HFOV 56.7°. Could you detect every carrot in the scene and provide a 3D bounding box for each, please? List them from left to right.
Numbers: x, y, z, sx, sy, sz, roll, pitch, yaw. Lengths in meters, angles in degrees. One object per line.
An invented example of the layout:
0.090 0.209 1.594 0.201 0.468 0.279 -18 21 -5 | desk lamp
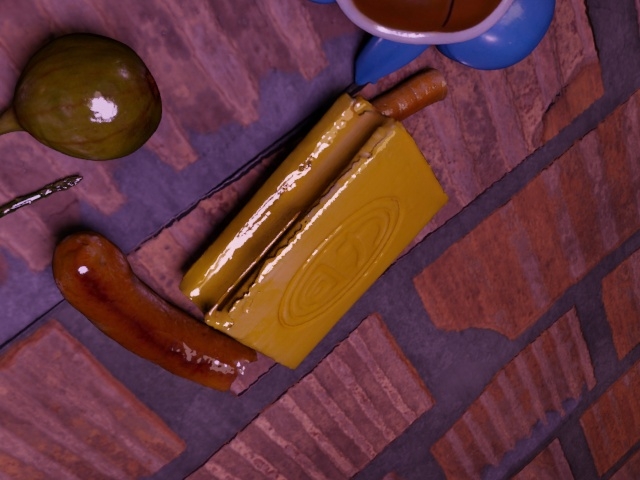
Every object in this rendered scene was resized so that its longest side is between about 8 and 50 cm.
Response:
0.099 -0.176 0.779 0.139 0.048 0.048 -30 124 -12 | carrot

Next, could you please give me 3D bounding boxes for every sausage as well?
-0.198 0.095 0.705 0.103 0.076 0.302 -22 134 27 | sausage

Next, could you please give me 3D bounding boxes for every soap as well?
0.000 0.000 0.745 0.324 0.096 0.204 -48 141 1 | soap

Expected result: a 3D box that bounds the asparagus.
-0.326 -0.031 0.623 0.163 0.016 0.016 -31 98 -14 | asparagus

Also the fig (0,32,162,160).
-0.270 -0.114 0.578 0.236 0.124 0.124 -22 125 8 | fig

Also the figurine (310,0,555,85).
0.097 -0.330 0.625 0.416 0.243 0.298 17 94 -55 | figurine
